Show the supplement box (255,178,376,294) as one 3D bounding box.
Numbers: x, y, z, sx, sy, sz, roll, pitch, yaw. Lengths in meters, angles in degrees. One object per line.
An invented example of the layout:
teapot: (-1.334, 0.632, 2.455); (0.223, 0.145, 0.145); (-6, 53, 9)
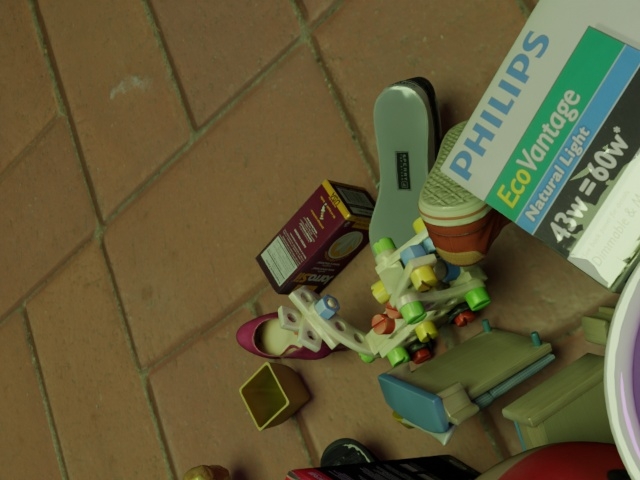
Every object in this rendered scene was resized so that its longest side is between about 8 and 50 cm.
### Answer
supplement box: (0.000, 0.000, 1.321); (0.188, 0.104, 0.081); (-48, 59, 25)

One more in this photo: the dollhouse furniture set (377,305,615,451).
dollhouse furniture set: (0.277, 0.220, 1.063); (0.303, 0.286, 0.198); (8, 121, 62)

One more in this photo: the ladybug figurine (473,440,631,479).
ladybug figurine: (0.251, 0.330, 0.726); (0.162, 0.449, 0.305); (-42, 73, 45)

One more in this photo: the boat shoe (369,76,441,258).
boat shoe: (0.134, -0.086, 1.222); (0.113, 0.105, 0.306); (2, 111, 28)

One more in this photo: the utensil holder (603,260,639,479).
utensil holder: (0.481, 0.124, 0.735); (0.327, 0.385, 0.328); (-6, 80, 39)

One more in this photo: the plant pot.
plant pot: (-0.066, 0.253, 1.357); (0.081, 0.083, 0.081); (-46, 60, 25)

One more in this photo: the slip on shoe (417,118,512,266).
slip on shoe: (0.209, -0.080, 1.056); (0.123, 0.331, 0.101); (2, 122, 27)

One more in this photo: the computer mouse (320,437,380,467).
computer mouse: (0.069, 0.435, 1.245); (0.184, 0.060, 0.262); (-44, 71, 22)

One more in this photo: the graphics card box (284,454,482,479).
graphics card box: (0.141, 0.355, 0.992); (0.232, 0.371, 0.094); (24, 97, 37)

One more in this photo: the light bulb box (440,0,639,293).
light bulb box: (0.376, -0.138, 0.867); (0.225, 0.361, 0.358); (41, 110, 35)

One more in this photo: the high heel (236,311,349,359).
high heel: (-0.073, 0.160, 1.352); (0.244, 0.117, 0.082); (5, 88, 39)

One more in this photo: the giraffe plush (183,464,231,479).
giraffe plush: (-0.136, 0.481, 1.352); (0.170, 0.181, 0.210); (3, 75, 18)

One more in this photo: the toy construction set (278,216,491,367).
toy construction set: (0.097, 0.091, 1.146); (0.327, 0.215, 0.151); (-31, 66, 44)
